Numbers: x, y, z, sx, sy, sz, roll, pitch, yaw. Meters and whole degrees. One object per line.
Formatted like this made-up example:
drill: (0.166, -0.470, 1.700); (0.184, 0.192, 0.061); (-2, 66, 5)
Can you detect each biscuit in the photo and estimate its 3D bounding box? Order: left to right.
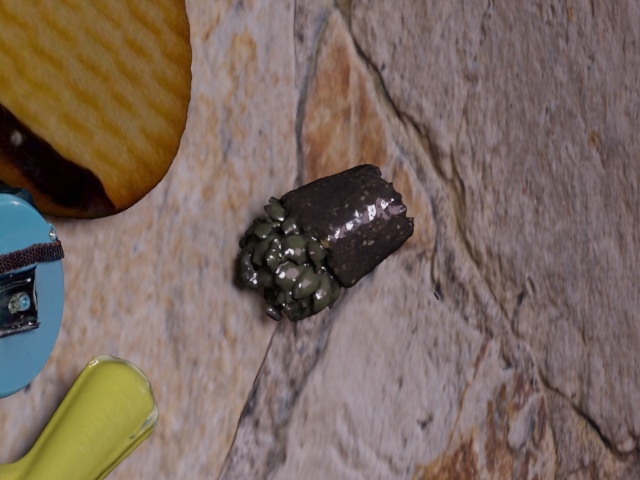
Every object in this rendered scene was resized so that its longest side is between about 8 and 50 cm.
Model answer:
biscuit: (-0.186, -0.170, 1.219); (0.318, 0.040, 0.317); (33, 51, -55)

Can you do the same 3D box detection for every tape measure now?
tape measure: (-0.215, 0.034, 1.077); (0.146, 0.081, 0.125); (-20, 108, -59)

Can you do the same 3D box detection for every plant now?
plant: (0.000, 0.000, 1.404); (0.092, 0.143, 0.094); (53, -5, 37)

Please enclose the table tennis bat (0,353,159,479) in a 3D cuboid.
table tennis bat: (-0.198, 0.187, 1.044); (0.224, 0.054, 0.368); (47, 39, -10)
